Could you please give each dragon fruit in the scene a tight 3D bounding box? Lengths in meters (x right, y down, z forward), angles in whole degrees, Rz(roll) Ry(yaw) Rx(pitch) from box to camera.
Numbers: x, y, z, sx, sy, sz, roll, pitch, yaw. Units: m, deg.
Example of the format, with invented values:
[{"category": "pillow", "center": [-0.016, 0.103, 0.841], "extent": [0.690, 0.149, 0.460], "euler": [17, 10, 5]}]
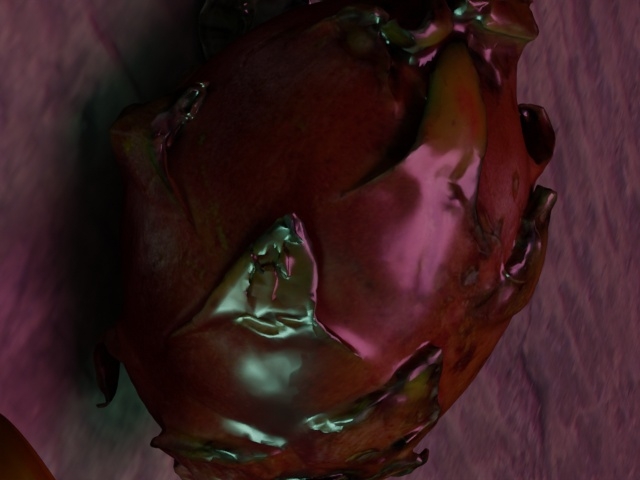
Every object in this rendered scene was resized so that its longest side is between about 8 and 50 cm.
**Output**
[{"category": "dragon fruit", "center": [0.001, -0.004, 0.743], "extent": [0.250, 0.250, 0.315], "euler": [-37, 147, -51]}]

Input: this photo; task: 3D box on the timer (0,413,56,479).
[{"category": "timer", "center": [-0.183, 0.169, 0.612], "extent": [0.152, 0.132, 0.132], "euler": [-30, 132, -23]}]

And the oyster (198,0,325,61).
[{"category": "oyster", "center": [0.015, -0.124, 0.884], "extent": [0.199, 0.087, 0.252], "euler": [-58, 135, -32]}]
